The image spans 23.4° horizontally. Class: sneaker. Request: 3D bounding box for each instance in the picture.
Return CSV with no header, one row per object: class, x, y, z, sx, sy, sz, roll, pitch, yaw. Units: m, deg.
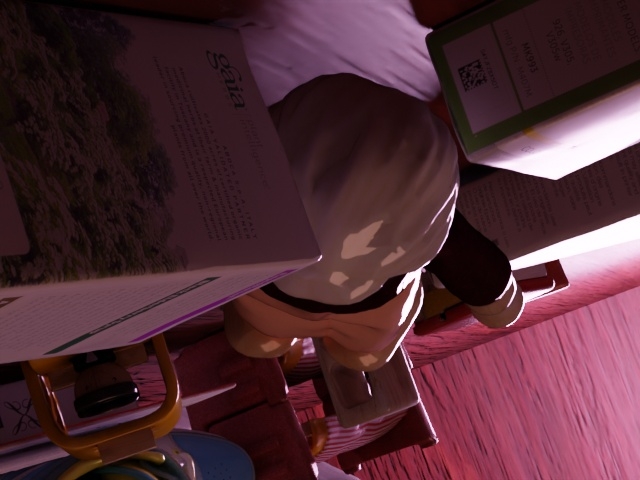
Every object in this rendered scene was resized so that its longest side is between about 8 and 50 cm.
sneaker,-0.124,0.205,1.161,0.208,0.127,0.319,-18,176,43

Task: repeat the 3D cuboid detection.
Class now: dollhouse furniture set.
dollhouse furniture set,0.074,0.102,1.329,0.374,0.152,0.201,-27,168,38

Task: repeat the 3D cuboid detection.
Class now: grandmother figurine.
grandmother figurine,0.000,0.000,0.753,0.208,0.104,0.342,-1,168,-5

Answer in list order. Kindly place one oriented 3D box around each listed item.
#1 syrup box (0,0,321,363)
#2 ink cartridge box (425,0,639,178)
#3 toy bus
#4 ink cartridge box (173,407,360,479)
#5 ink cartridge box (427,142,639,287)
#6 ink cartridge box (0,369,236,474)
syrup box,-0.109,-0.014,0.475,0.096,0.093,0.237,-25,169,29
ink cartridge box,0.161,-0.096,0.650,0.209,0.062,0.109,-24,168,25
toy bus,-0.136,0.087,0.971,0.191,0.104,0.202,-27,168,38
ink cartridge box,-0.202,0.265,1.492,0.385,0.091,0.308,-10,-163,-41
ink cartridge box,0.281,-0.061,1.005,0.324,0.071,0.330,-12,174,-36
ink cartridge box,-0.257,0.146,1.187,0.296,0.066,0.261,-10,167,-47
